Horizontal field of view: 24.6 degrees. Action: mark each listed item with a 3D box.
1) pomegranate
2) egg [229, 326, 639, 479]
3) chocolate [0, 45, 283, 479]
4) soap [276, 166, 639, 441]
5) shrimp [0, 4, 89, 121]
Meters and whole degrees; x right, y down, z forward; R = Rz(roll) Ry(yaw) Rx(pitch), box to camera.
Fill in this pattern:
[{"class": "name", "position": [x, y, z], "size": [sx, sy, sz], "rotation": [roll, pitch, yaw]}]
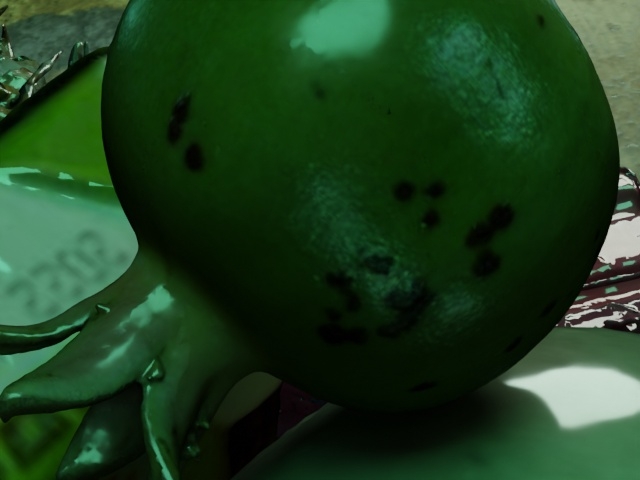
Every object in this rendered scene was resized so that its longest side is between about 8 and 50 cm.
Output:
[{"class": "pomegranate", "position": [-0.011, -0.008, 0.484], "size": [0.224, 0.181, 0.181], "rotation": [-43, 49, -14]}, {"class": "egg", "position": [0.065, 0.175, 0.547], "size": [0.352, 0.258, 0.258], "rotation": [-26, 43, -33]}, {"class": "chocolate", "position": [-0.142, 0.118, 0.623], "size": [0.137, 0.301, 0.289], "rotation": [33, 52, 21]}, {"class": "soap", "position": [0.083, 0.045, 0.829], "size": [0.250, 0.099, 0.162], "rotation": [-11, 40, -6]}, {"class": "shrimp", "position": [-0.183, -0.060, 0.985], "size": [0.172, 0.137, 0.372], "rotation": [17, 38, -31]}]
